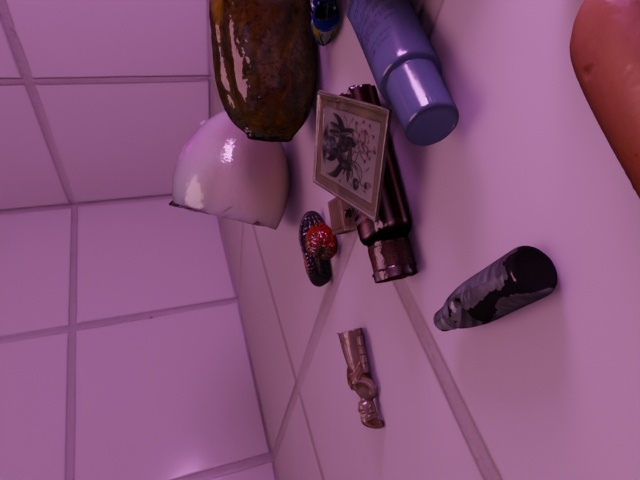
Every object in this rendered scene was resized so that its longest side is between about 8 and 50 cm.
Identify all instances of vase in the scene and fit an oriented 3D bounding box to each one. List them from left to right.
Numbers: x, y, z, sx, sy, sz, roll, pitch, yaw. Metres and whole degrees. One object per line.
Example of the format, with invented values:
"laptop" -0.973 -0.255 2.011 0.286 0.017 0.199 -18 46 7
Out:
"vase" 0.197 0.074 0.561 0.211 0.059 0.060 118 141 -61

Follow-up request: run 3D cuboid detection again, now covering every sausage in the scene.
"sausage" 0.253 -0.057 0.302 0.086 0.086 0.289 120 137 -62

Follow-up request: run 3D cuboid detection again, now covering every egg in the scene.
"egg" -0.255 -0.229 1.392 0.354 0.354 0.340 -163 86 -70

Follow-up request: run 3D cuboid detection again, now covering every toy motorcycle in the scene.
"toy motorcycle" 0.005 -0.483 0.818 0.315 0.113 0.169 103 152 -79

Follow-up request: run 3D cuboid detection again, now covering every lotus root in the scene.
"lotus root" -0.124 -0.403 1.059 0.250 0.250 0.347 -146 51 -66

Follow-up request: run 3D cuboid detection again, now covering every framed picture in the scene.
"framed picture" 0.043 -0.148 0.753 0.231 0.010 0.173 -140 48 -56

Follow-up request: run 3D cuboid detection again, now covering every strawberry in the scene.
"strawberry" 0.000 0.000 1.100 0.083 0.083 0.097 115 152 -58

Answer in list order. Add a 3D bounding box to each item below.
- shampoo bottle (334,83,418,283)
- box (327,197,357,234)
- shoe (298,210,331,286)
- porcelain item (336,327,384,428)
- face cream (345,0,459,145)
"shampoo bottle" 0.092 -0.092 0.777 0.129 0.084 0.323 137 122 -65
"box" 0.049 -0.056 0.993 0.083 0.035 0.080 163 99 -71
"shoe" -0.021 0.021 1.184 0.077 0.074 0.195 -179 79 -77
"porcelain item" 0.088 0.302 0.994 0.084 0.054 0.213 132 127 -69
"face cream" 0.103 -0.295 0.661 0.136 0.086 0.386 121 145 -47
